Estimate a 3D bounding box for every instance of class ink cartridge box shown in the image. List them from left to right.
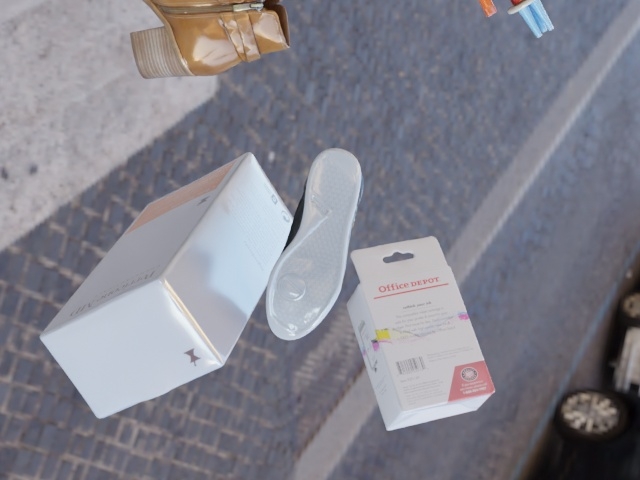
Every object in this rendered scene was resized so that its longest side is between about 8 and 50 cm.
[{"bbox_3d":[0.105,0.102,1.375,0.067,0.115,0.198,116,-39,-60],"label":"ink cartridge box"}]

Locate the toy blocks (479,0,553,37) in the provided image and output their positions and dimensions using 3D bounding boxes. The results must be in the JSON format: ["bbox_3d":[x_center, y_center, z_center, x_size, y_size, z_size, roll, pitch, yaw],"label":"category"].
[{"bbox_3d":[0.220,-0.311,1.505,0.054,0.123,0.148,-37,101,-23],"label":"toy blocks"}]

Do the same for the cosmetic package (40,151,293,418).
[{"bbox_3d":[-0.215,0.055,1.866,0.161,0.230,0.453,57,24,-17],"label":"cosmetic package"}]

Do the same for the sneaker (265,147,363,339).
[{"bbox_3d":[0.000,0.000,1.804,0.147,0.104,0.296,-56,163,-77],"label":"sneaker"}]

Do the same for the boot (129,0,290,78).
[{"bbox_3d":[-0.165,-0.365,1.649,0.109,0.220,0.283,-31,112,-74],"label":"boot"}]
